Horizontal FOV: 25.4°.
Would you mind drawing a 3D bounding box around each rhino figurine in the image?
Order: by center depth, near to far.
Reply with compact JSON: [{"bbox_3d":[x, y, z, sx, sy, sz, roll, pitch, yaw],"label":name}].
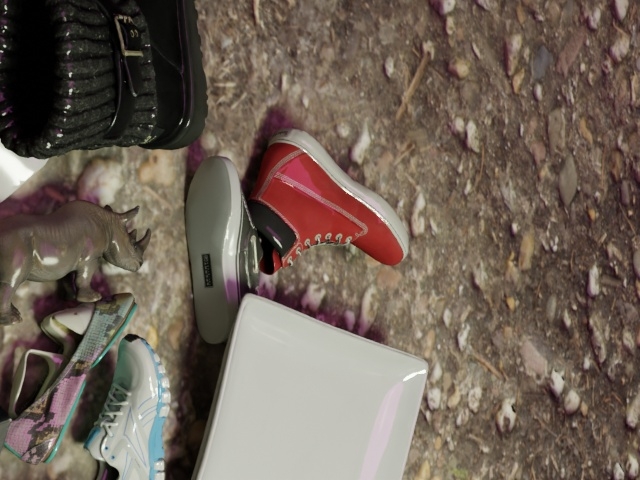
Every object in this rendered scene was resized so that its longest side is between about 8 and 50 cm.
[{"bbox_3d":[-0.261,0.013,1.487,0.243,0.073,0.106,-17,100,-49],"label":"rhino figurine"}]

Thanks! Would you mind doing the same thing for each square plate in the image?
[{"bbox_3d":[-0.028,0.269,1.691,0.344,0.049,0.347,24,78,-45],"label":"square plate"}]

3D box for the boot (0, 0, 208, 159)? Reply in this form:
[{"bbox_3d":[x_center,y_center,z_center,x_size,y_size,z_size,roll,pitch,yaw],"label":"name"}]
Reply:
[{"bbox_3d":[-0.243,-0.250,1.445,0.260,0.131,0.348,-3,76,-59],"label":"boot"}]

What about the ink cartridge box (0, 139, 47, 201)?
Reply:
[{"bbox_3d":[-0.360,-0.114,1.410,0.181,0.056,0.225,51,49,-30],"label":"ink cartridge box"}]

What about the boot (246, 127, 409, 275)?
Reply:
[{"bbox_3d":[0.000,0.000,1.773,0.244,0.088,0.176,39,57,-28],"label":"boot"}]

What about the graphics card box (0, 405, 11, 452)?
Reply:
[{"bbox_3d":[-0.443,0.249,1.143,0.371,0.094,0.233,-17,139,-49],"label":"graphics card box"}]

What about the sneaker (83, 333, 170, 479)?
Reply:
[{"bbox_3d":[-0.209,0.193,1.500,0.083,0.071,0.191,-10,110,-36],"label":"sneaker"}]

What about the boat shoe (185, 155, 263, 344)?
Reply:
[{"bbox_3d":[-0.108,0.010,1.660,0.070,0.078,0.219,-4,96,-48],"label":"boat shoe"}]

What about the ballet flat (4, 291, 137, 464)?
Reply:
[{"bbox_3d":[-0.267,0.126,1.471,0.079,0.077,0.221,37,57,-16],"label":"ballet flat"}]
